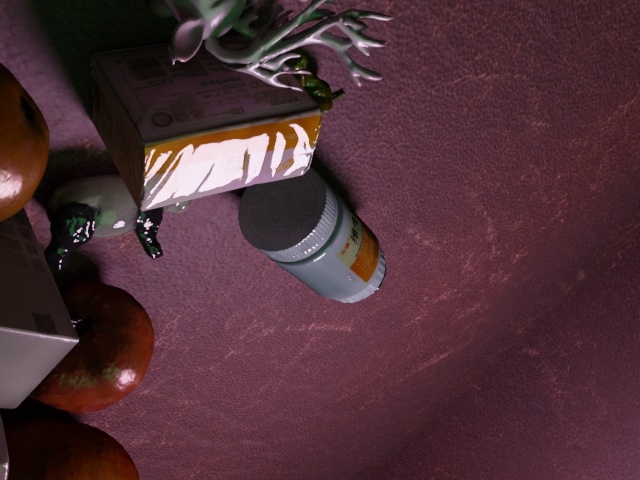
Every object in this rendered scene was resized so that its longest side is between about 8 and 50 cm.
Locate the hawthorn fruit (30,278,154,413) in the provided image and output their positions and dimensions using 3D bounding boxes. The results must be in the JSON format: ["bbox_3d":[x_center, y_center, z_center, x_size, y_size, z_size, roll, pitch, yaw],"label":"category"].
[{"bbox_3d":[-0.361,0.182,1.130,0.207,0.207,0.243,-24,151,-17],"label":"hawthorn fruit"}]

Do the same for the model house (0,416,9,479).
[{"bbox_3d":[-0.583,0.290,1.070,0.188,0.229,0.122,-9,173,-33],"label":"model house"}]

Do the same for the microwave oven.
[{"bbox_3d":[-0.421,0.062,0.852,0.145,0.240,0.194,-43,148,11],"label":"microwave oven"}]

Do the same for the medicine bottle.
[{"bbox_3d":[0.000,0.000,1.250,0.158,0.158,0.318,-38,149,5],"label":"medicine bottle"}]

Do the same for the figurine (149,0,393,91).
[{"bbox_3d":[-0.068,-0.298,0.759,0.284,0.206,0.316,-12,148,-15],"label":"figurine"}]

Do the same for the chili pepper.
[{"bbox_3d":[-0.021,-0.208,1.027,0.073,0.072,0.204,-15,166,16],"label":"chili pepper"}]

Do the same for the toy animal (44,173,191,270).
[{"bbox_3d":[-0.277,-0.040,1.005,0.225,0.094,0.121,-7,130,-36],"label":"toy animal"}]

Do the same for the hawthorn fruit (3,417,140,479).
[{"bbox_3d":[-0.506,0.527,1.261,0.402,0.403,0.403,-24,147,-17],"label":"hawthorn fruit"}]

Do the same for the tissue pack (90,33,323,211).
[{"bbox_3d":[-0.144,-0.151,0.885,0.225,0.185,0.124,-16,144,-28],"label":"tissue pack"}]

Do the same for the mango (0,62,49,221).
[{"bbox_3d":[-0.434,-0.098,0.703,0.317,0.173,0.211,-6,140,-21],"label":"mango"}]
